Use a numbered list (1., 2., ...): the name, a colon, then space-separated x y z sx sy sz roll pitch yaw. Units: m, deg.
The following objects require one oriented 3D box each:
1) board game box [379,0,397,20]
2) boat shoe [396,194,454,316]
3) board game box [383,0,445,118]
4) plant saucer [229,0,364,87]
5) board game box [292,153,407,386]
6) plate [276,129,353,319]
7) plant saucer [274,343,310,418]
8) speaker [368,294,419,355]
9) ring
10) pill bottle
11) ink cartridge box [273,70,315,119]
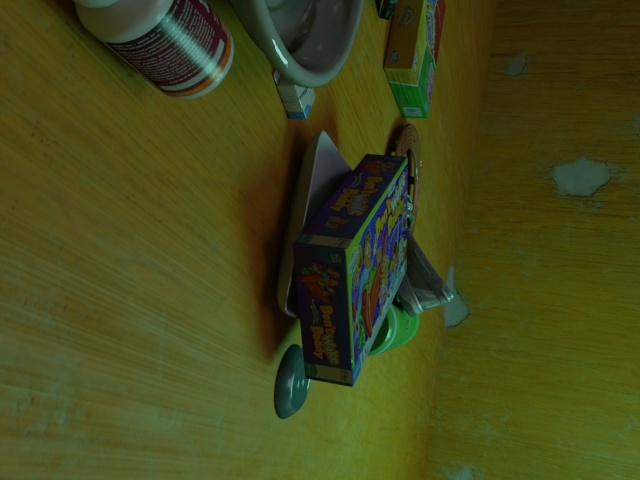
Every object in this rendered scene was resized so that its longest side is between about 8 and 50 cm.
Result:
1. board game box: 0.157 -0.540 1.227 0.126 0.026 0.186 140 -35 -86
2. boat shoe: 0.173 -0.006 1.284 0.118 0.103 0.320 49 23 -58
3. board game box: 0.226 -0.481 1.480 0.242 0.064 0.316 41 58 -67
4. plant saucer: -0.043 -0.374 0.698 0.400 0.101 0.400 7 90 -71
5. board game box: 0.063 0.031 1.025 0.347 0.078 0.233 -54 145 -55
6. plate: 0.000 0.000 1.022 0.278 0.045 0.277 42 58 -67
7. plant saucer: -0.040 0.227 1.015 0.119 0.021 0.119 6 90 -71
8. speaker: 0.122 0.164 1.297 0.296 0.131 0.131 13 84 -70
9. ring: 0.204 -0.122 1.585 0.337 0.032 0.336 7 90 -71
10. pill bottle: -0.138 -0.183 0.511 0.152 0.086 0.086 37 61 -68
11. ink cartridge box: -0.035 -0.214 0.878 0.083 0.028 0.048 67 35 -54
